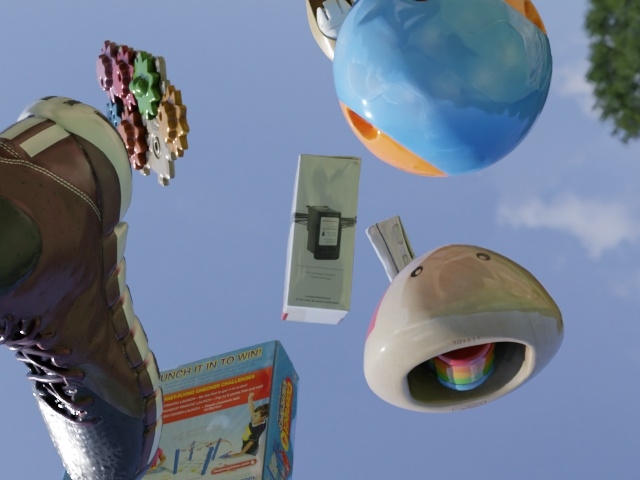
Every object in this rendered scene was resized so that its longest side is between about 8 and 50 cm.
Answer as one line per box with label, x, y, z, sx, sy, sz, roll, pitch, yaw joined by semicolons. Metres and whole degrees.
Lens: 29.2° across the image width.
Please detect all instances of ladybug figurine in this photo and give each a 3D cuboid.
ladybug figurine;0.206;0.134;1.851;0.305;0.449;0.162;-12;-115;-1

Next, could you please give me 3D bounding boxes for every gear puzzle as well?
gear puzzle;-0.236;-0.160;1.592;0.044;0.175;0.339;-10;-163;-24

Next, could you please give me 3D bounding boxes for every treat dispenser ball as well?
treat dispenser ball;0.161;-0.227;1.620;0.288;0.288;0.288;19;-150;-11

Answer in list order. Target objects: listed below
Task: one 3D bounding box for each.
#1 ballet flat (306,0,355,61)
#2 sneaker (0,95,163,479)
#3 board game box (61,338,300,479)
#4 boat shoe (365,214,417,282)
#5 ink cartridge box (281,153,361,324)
ballet flat;0.007;-0.363;1.830;0.073;0.080;0.232;40;-154;-76
sneaker;-0.190;0.062;0.762;0.106;0.281;0.162;8;-155;29
board game box;-0.189;0.297;1.617;0.308;0.086;0.302;-16;-144;16
boat shoe;0.163;0.056;2.234;0.226;0.076;0.083;62;-171;12
ink cartridge box;0.000;0.000;1.198;0.063;0.150;0.109;5;169;-3
